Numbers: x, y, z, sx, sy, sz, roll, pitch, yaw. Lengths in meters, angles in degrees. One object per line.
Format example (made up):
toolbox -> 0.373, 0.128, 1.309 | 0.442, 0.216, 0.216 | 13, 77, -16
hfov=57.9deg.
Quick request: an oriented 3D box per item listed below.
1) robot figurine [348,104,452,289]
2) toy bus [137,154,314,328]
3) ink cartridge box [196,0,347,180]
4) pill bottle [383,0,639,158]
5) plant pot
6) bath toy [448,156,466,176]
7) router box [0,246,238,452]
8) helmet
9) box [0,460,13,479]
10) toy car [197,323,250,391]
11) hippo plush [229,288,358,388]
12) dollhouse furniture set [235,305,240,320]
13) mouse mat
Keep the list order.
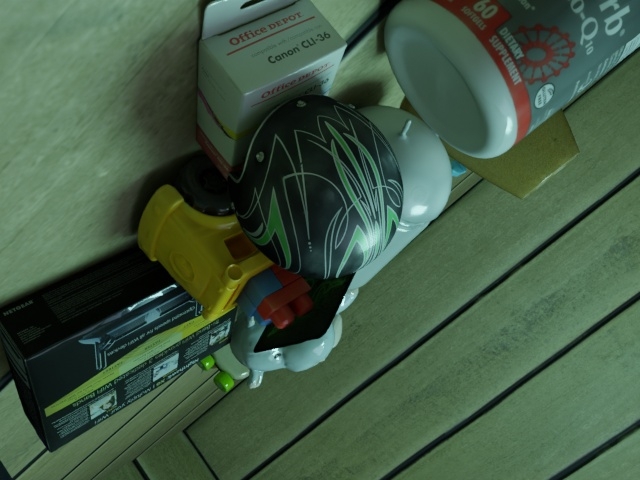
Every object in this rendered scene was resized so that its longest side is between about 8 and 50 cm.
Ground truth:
robot figurine -> 0.058, -0.061, 0.887 | 0.353, 0.200, 0.300 | -48, 172, 37
toy bus -> -0.071, 0.000, 0.698 | 0.220, 0.211, 0.149 | -32, 166, -38
ink cartridge box -> -0.050, -0.147, 0.542 | 0.115, 0.067, 0.198 | -33, 168, -22
pill bottle -> 0.272, -0.281, 0.675 | 0.363, 0.210, 0.210 | -38, 169, -5
plant pot -> 0.305, -0.201, 0.988 | 0.237, 0.254, 0.237 | -36, 169, -8
bath toy -> 0.193, -0.099, 1.367 | 0.151, 0.129, 0.348 | -28, 165, -45
router box -> -0.252, 0.122, 0.789 | 0.309, 0.081, 0.243 | -29, 151, -37
helmet -> -0.001, -0.047, 0.553 | 0.169, 0.169, 0.161 | -33, -173, -26
box -> -0.436, 0.341, 0.538 | 0.179, 0.343, 0.312 | -41, 168, 2
toy car -> -0.267, 0.320, 1.577 | 0.155, 0.149, 0.188 | -44, -175, -33
hippo plush -> -0.080, 0.116, 1.029 | 0.294, 0.234, 0.236 | -1, -171, 4
dollhouse furniture set -> -0.131, 0.178, 1.281 | 0.129, 0.184, 0.129 | -41, 169, 13
mouse mat -> -0.013, 0.066, 0.714 | 0.189, 0.007, 0.153 | -28, -151, 56
